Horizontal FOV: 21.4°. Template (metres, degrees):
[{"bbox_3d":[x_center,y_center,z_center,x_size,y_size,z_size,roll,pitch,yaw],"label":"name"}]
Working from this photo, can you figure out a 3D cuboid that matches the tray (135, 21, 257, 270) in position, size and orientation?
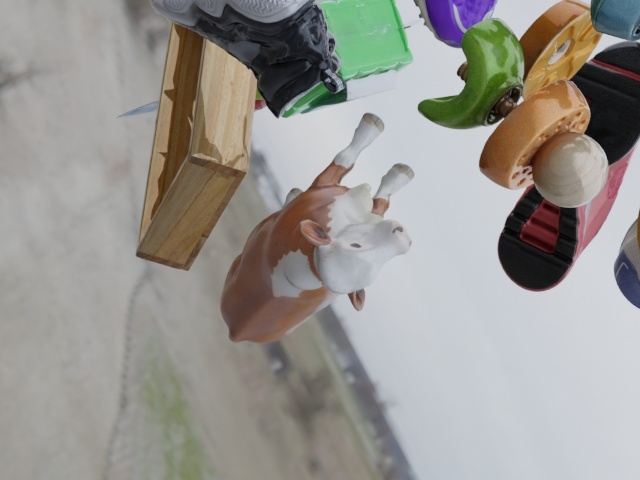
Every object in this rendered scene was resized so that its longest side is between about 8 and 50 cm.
[{"bbox_3d":[-0.132,-0.188,2.004,0.203,0.076,0.410,125,-25,-48],"label":"tray"}]

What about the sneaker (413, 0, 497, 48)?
[{"bbox_3d":[0.191,-0.349,1.812,0.146,0.102,0.293,16,-83,49],"label":"sneaker"}]

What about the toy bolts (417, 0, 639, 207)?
[{"bbox_3d":[0.229,-0.146,1.362,0.158,0.228,0.218,45,35,21],"label":"toy bolts"}]

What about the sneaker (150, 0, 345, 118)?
[{"bbox_3d":[-0.073,-0.208,1.750,0.269,0.101,0.153,15,-41,56],"label":"sneaker"}]

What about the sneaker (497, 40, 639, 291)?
[{"bbox_3d":[0.305,-0.094,1.975,0.116,0.313,0.136,30,19,16],"label":"sneaker"}]

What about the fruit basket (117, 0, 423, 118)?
[{"bbox_3d":[-0.058,-0.233,2.385,0.327,0.353,0.165,-20,88,-54],"label":"fruit basket"}]

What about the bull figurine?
[{"bbox_3d":[0.000,0.000,1.534,0.101,0.188,0.310,41,-31,-9],"label":"bull figurine"}]

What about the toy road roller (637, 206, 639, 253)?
[{"bbox_3d":[0.472,-0.006,1.627,0.240,0.330,0.202,38,57,-64],"label":"toy road roller"}]

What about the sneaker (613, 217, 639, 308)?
[{"bbox_3d":[0.452,0.049,2.057,0.127,0.182,0.315,36,-28,-13],"label":"sneaker"}]
